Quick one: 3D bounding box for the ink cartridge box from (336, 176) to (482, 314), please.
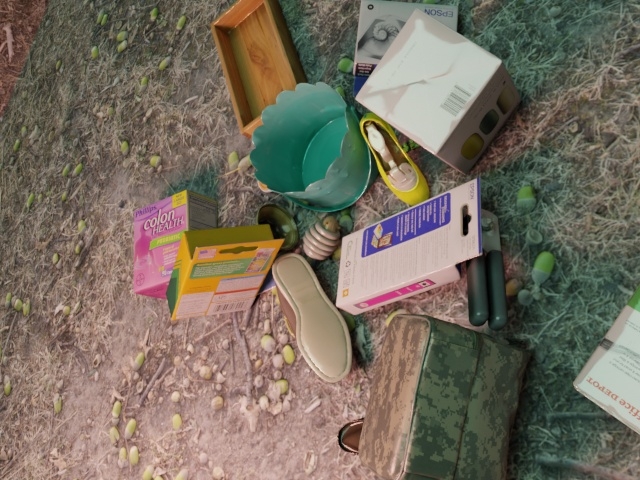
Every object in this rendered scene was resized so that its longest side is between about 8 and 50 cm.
[{"bbox_3d":[0.184,0.020,1.355,0.371,0.069,0.175,-26,46,42],"label":"ink cartridge box"}]

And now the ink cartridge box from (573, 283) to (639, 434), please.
[{"bbox_3d":[0.537,0.198,1.084,0.153,0.087,0.208,38,100,37],"label":"ink cartridge box"}]

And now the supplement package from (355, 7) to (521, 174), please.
[{"bbox_3d":[0.239,-0.278,1.308,0.198,0.263,0.199,40,102,21],"label":"supplement package"}]

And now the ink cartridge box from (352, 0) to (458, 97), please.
[{"bbox_3d":[0.188,-0.419,1.482,0.223,0.045,0.224,4,79,2],"label":"ink cartridge box"}]

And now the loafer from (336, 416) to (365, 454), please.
[{"bbox_3d":[0.117,0.394,1.351,0.220,0.078,0.080,-14,69,33],"label":"loafer"}]

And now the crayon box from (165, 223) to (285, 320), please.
[{"bbox_3d":[-0.227,0.062,1.541,0.323,0.203,0.083,-59,44,50],"label":"crayon box"}]

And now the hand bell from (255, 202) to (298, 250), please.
[{"bbox_3d":[-0.178,0.017,1.687,0.242,0.126,0.126,-34,58,40],"label":"hand bell"}]

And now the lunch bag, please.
[{"bbox_3d":[0.233,0.300,1.188,0.212,0.256,0.305,163,122,-74],"label":"lunch bag"}]

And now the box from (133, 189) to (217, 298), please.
[{"bbox_3d":[-0.395,0.015,1.824,0.214,0.117,0.243,-17,67,33],"label":"box"}]

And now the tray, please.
[{"bbox_3d":[-0.167,-0.492,1.826,0.203,0.076,0.411,-32,59,26],"label":"tray"}]

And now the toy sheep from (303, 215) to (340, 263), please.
[{"bbox_3d":[0.000,0.000,1.553,0.091,0.091,0.132,45,119,36],"label":"toy sheep"}]

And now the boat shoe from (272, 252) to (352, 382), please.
[{"bbox_3d":[-0.020,0.182,1.507,0.117,0.096,0.324,-21,61,-14],"label":"boat shoe"}]

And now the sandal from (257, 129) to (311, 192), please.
[{"bbox_3d":[-0.102,-0.251,1.700,0.102,0.076,0.265,42,105,40],"label":"sandal"}]

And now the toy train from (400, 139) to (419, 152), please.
[{"bbox_3d":[0.211,-0.217,1.496,0.083,0.017,0.023,-26,72,29],"label":"toy train"}]

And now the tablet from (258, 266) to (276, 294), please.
[{"bbox_3d":[-0.144,0.104,1.679,0.083,0.006,0.054,-25,63,28],"label":"tablet"}]

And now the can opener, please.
[{"bbox_3d":[0.308,0.050,1.275,0.093,0.074,0.280,108,170,-47],"label":"can opener"}]

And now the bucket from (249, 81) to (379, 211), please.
[{"bbox_3d":[-0.003,-0.208,1.550,0.281,0.183,0.281,-11,71,35],"label":"bucket"}]

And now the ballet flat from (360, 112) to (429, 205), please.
[{"bbox_3d":[0.152,-0.168,1.422,0.077,0.077,0.231,-31,91,16],"label":"ballet flat"}]
